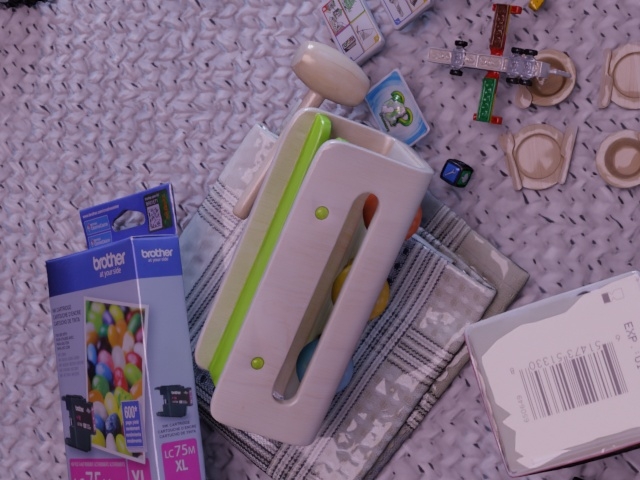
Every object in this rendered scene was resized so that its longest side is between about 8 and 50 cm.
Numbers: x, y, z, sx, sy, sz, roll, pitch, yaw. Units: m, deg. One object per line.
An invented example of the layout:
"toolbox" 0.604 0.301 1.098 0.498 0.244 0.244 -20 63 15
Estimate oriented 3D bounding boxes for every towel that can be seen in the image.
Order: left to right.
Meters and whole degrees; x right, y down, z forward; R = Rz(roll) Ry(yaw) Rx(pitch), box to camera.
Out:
"towel" -0.008 0.060 1.338 0.312 0.056 0.324 39 96 21

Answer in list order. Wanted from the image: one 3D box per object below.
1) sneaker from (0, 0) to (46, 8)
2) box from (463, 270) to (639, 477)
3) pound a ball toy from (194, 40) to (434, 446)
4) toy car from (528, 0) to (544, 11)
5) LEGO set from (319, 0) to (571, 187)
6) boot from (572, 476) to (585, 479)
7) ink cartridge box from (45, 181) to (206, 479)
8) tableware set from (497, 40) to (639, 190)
"sneaker" -0.408 -0.307 1.533 0.234 0.078 0.106 -4 78 17
"box" 0.230 0.115 1.143 0.148 0.232 0.127 -20 76 18
"pound a ball toy" 0.000 0.000 1.258 0.135 0.208 0.319 19 104 -18
"toy car" 0.203 -0.281 1.310 0.060 0.040 0.122 21 88 1
"LEGO set" 0.120 -0.178 1.326 0.182 0.060 0.244 -38 67 31
"boot" 0.249 0.282 1.217 0.121 0.045 0.099 36 99 20
"ink cartridge box" -0.195 0.110 1.341 0.186 0.065 0.311 -12 81 52
"tableware set" 0.248 -0.116 1.282 0.168 0.020 0.141 0 83 21
